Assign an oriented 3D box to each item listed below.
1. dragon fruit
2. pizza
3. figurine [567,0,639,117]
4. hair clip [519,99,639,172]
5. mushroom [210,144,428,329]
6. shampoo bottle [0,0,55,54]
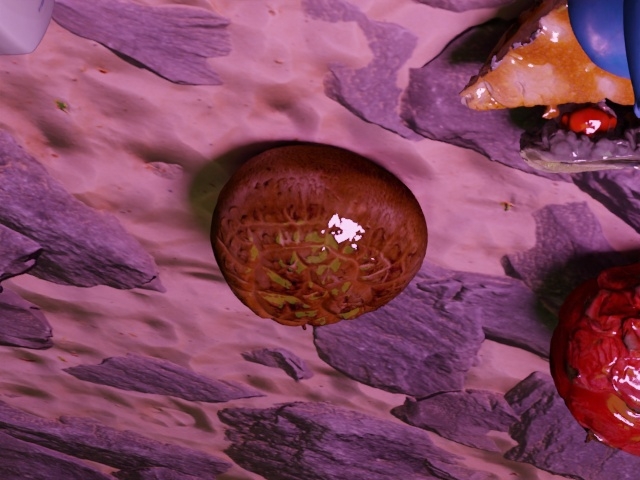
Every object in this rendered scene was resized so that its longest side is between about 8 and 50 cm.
[{"bbox_3d":[0.398,0.144,1.757,0.244,0.244,0.299,-14,152,34],"label":"dragon fruit"},{"bbox_3d":[0.213,-0.174,1.426,0.194,0.069,0.154,-18,140,38],"label":"pizza"},{"bbox_3d":[0.322,-0.245,1.136,0.243,0.298,0.416,34,150,17],"label":"figurine"},{"bbox_3d":[0.363,-0.094,1.497,0.321,0.091,0.138,9,-179,-3],"label":"hair clip"},{"bbox_3d":[0.000,0.000,1.713,0.253,0.153,0.253,1,142,1],"label":"mushroom"},{"bbox_3d":[-0.308,-0.298,1.291,0.078,0.134,0.359,3,150,6],"label":"shampoo bottle"}]
